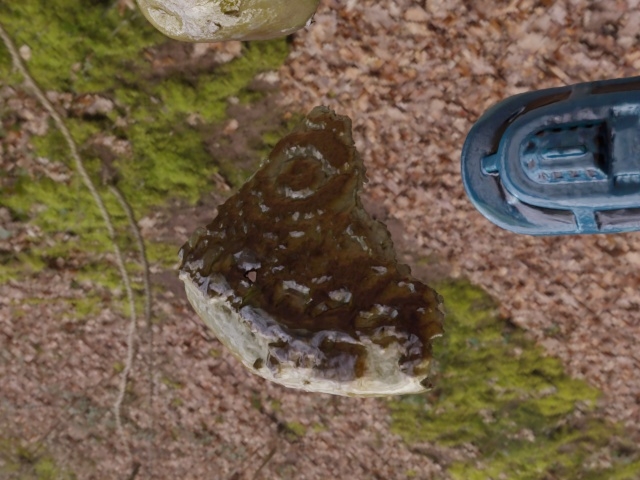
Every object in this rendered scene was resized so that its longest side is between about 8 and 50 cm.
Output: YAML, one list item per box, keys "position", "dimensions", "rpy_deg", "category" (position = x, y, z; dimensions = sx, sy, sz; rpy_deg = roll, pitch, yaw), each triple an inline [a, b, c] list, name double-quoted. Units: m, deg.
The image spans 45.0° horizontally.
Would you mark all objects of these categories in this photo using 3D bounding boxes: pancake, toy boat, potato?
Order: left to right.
- position: [-0.125, -0.286, 0.929]
  dimensions: [0.243, 0.098, 0.138]
  rpy_deg: [12, -157, 28]
  category: "potato"
- position: [0.000, 0.000, 0.624]
  dimensions: [0.265, 0.245, 0.057]
  rpy_deg: [3, 155, 33]
  category: "pancake"
- position: [0.250, -0.076, 0.614]
  dimensions: [0.298, 0.134, 0.092]
  rpy_deg: [-4, 175, 27]
  category: "toy boat"
